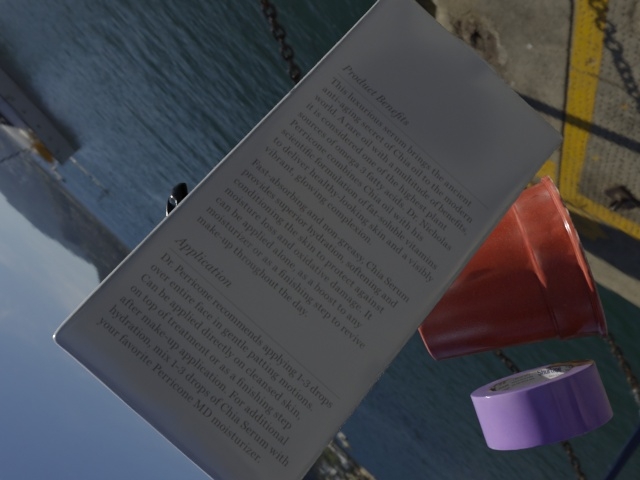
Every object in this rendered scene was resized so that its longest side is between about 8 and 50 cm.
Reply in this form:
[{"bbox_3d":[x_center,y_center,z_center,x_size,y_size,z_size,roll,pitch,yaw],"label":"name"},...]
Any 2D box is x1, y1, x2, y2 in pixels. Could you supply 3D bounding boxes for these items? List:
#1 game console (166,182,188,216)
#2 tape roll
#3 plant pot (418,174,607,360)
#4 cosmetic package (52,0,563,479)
[{"bbox_3d":[-0.164,0.101,0.844,0.213,0.043,0.362,154,109,-68],"label":"game console"},{"bbox_3d":[0.328,0.243,0.950,0.189,0.188,0.080,118,136,-77],"label":"tape roll"},{"bbox_3d":[0.284,0.065,1.040,0.272,0.264,0.273,-19,-90,-75],"label":"plant pot"},{"bbox_3d":[0.000,0.000,0.624,0.230,0.453,0.161,42,164,-1],"label":"cosmetic package"}]
